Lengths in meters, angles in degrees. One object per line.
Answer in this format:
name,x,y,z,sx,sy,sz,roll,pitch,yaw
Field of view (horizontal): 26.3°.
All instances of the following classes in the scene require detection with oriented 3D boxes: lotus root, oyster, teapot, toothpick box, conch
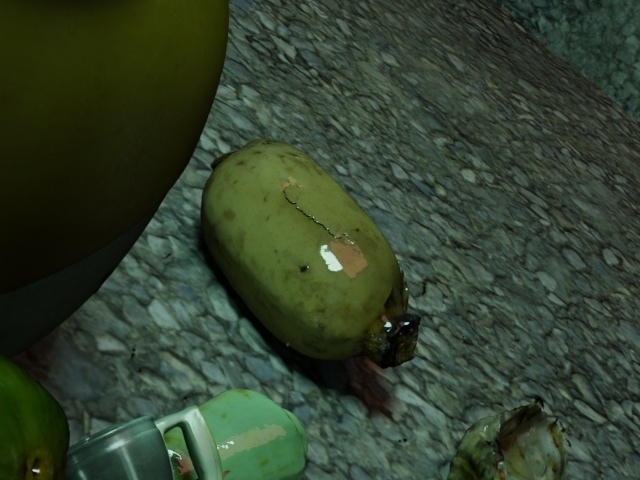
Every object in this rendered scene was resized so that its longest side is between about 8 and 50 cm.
lotus root,-0.009,0.020,1.347,0.160,0.146,0.284,-24,58,-39
oyster,0.194,0.249,1.330,0.166,0.094,0.294,65,22,10
teapot,-0.131,0.176,0.985,0.091,0.124,0.092,63,-5,7
toothpick box,-0.276,-0.142,0.939,0.409,0.425,0.409,31,27,-18
conch,-0.081,0.167,1.106,0.170,0.079,0.106,-7,37,-47

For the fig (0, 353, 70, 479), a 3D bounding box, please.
fig,-0.270,0.138,0.819,0.245,0.195,0.195,9,17,22
